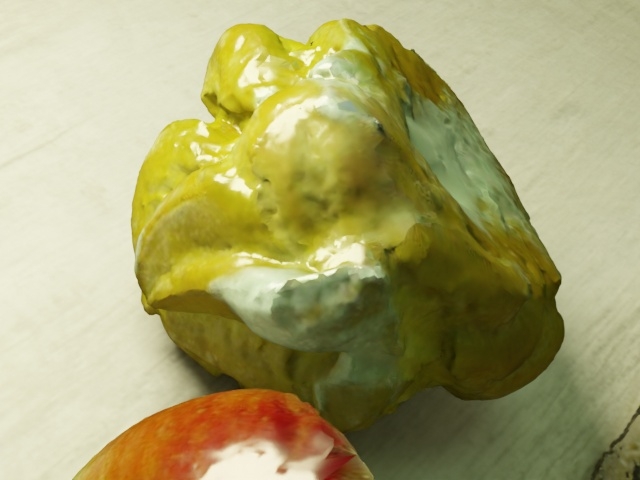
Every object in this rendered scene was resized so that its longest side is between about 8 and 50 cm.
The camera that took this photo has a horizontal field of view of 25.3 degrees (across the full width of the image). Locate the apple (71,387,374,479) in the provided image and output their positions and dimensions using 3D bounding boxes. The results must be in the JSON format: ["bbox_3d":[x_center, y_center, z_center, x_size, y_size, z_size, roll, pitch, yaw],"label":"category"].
[{"bbox_3d":[-0.067,0.232,0.905,0.254,0.179,0.346,-27,51,-3],"label":"apple"}]

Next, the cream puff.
[{"bbox_3d":[0.000,0.000,1.159,0.378,0.275,0.378,42,24,-24],"label":"cream puff"}]
